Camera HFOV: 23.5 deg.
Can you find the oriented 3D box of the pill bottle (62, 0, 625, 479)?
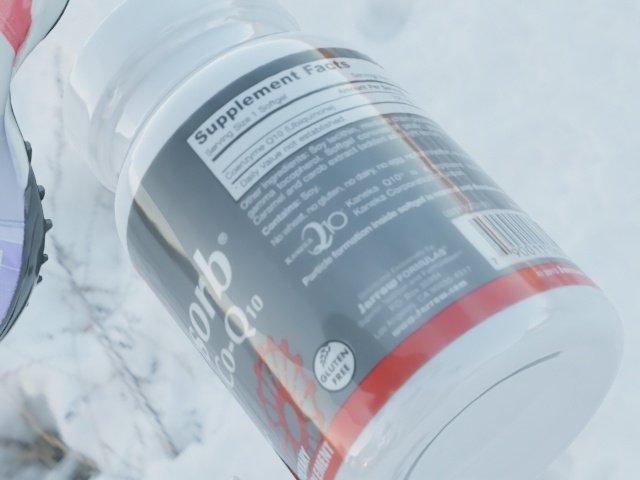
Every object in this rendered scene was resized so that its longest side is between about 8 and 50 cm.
[{"bbox_3d":[0.000,0.000,0.971,0.210,0.210,0.363,-39,60,-4],"label":"pill bottle"}]

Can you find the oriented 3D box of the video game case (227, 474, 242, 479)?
[{"bbox_3d":[-0.049,0.289,1.169,0.190,0.173,0.022,-51,3,30],"label":"video game case"}]

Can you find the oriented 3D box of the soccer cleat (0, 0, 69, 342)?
[{"bbox_3d":[-0.174,-0.043,0.614,0.116,0.318,0.108,-32,68,-34],"label":"soccer cleat"}]
